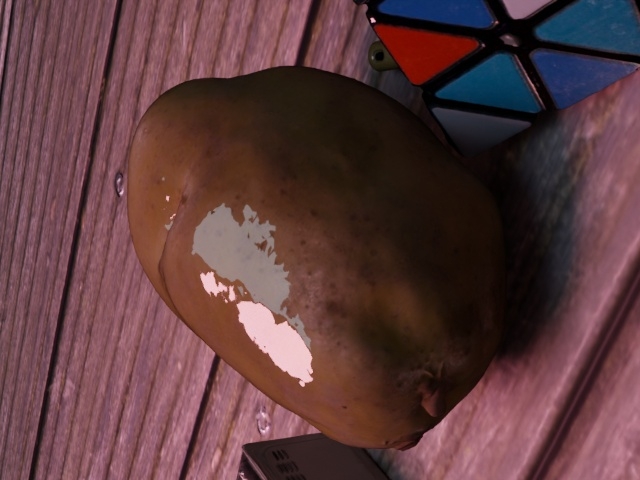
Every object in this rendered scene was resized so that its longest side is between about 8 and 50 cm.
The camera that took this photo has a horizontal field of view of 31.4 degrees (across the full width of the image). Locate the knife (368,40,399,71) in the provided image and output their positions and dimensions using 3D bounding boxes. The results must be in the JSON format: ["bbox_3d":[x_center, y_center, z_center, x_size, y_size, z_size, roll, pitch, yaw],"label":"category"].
[{"bbox_3d":[0.129,-0.146,0.862,0.298,0.017,0.047,1,93,56],"label":"knife"}]

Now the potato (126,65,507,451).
[{"bbox_3d":[0.000,0.000,0.879,0.326,0.221,0.243,32,94,30],"label":"potato"}]

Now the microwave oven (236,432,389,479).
[{"bbox_3d":[-0.014,0.302,1.044,0.162,0.122,0.208,42,128,50],"label":"microwave oven"}]

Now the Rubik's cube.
[{"bbox_3d":[0.105,-0.239,0.752,0.284,0.250,0.234,-32,43,56],"label":"Rubik's cube"}]
